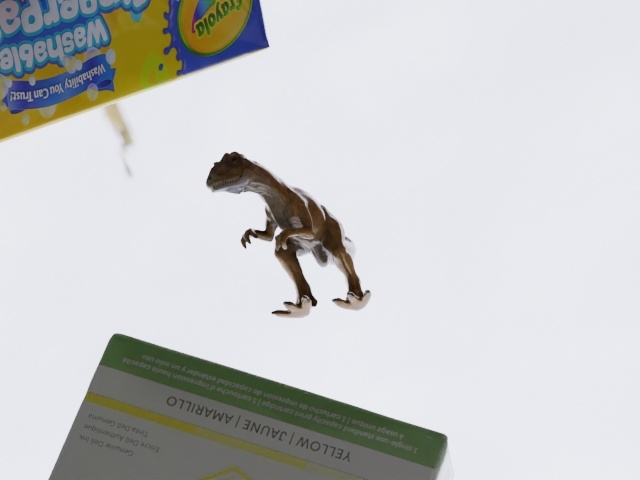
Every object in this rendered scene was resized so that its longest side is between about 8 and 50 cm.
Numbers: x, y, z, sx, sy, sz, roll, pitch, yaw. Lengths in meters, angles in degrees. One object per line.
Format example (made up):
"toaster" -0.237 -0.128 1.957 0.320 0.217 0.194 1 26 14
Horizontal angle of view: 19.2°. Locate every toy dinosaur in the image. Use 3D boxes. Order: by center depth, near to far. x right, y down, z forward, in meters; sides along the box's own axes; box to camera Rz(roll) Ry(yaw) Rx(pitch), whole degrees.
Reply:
"toy dinosaur" 0.000 0.000 1.278 0.064 0.211 0.112 -21 -119 19

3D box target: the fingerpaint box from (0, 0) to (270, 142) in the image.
"fingerpaint box" -0.247 -0.278 1.460 0.163 0.371 0.445 -2 -166 33

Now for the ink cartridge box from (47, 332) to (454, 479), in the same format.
"ink cartridge box" -0.057 0.176 0.848 0.171 0.056 0.235 16 -112 14
